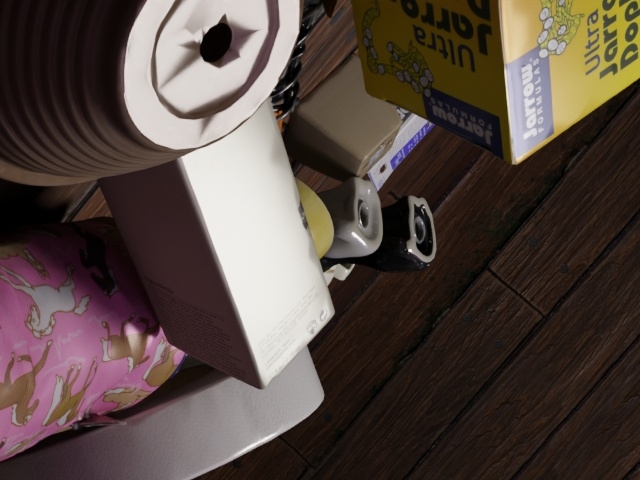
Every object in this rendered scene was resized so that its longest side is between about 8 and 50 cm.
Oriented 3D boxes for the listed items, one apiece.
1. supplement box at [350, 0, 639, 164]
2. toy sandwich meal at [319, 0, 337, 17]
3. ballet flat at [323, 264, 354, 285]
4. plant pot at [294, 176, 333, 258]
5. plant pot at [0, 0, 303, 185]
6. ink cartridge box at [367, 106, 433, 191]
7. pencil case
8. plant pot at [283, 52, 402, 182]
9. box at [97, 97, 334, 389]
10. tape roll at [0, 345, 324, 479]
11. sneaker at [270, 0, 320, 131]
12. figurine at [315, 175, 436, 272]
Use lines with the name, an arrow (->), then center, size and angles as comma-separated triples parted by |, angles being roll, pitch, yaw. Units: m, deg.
supplement box -> 0.219, -0.259, 1.146 | 0.356, 0.194, 0.195 | -35, 133, -25
toy sandwich meal -> 0.011, -0.231, 1.155 | 0.085, 0.029, 0.085 | -47, 171, -10
ballet flat -> -0.015, 0.022, 1.840 | 0.123, 0.123, 0.348 | -52, 170, 19
plant pot -> -0.065, 0.002, 1.382 | 0.095, 0.134, 0.134 | -57, 178, -40
plant pot -> -0.088, -0.119, 0.631 | 0.237, 0.110, 0.237 | -33, 141, -31
ink cartridge box -> 0.132, -0.176, 1.933 | 0.208, 0.045, 0.206 | -50, 171, -1
pencil case -> -0.231, 0.083, 0.897 | 0.160, 0.167, 0.386 | -35, 175, 18
plant pot -> 0.032, -0.130, 1.475 | 0.109, 0.096, 0.109 | -46, 171, -24
box -> -0.083, -0.030, 0.890 | 0.094, 0.113, 0.275 | -45, 139, -29
tape roll -> -0.189, 0.185, 1.227 | 0.392, 0.072, 0.392 | -20, -177, 1
sneaker -> -0.044, -0.137, 0.919 | 0.100, 0.108, 0.271 | -37, 175, -39
figurine -> 0.000, 0.000, 1.541 | 0.209, 0.092, 0.215 | -14, 165, 30
